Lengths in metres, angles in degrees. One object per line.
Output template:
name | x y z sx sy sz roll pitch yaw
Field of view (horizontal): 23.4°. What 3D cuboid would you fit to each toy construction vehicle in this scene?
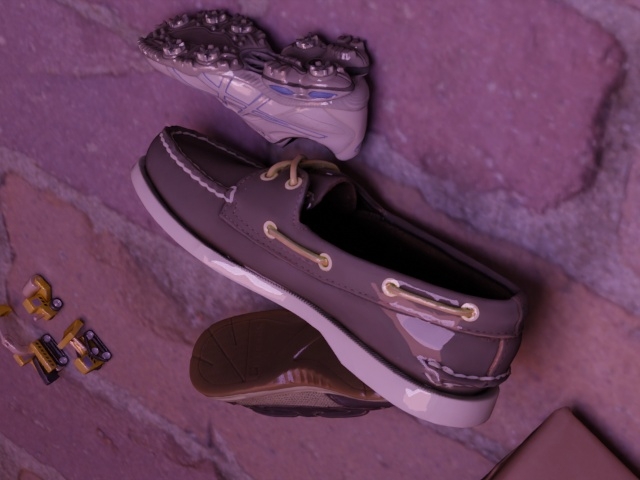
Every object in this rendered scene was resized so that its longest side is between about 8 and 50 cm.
toy construction vehicle | -0.237 0.085 1.334 0.098 0.035 0.086 53 139 -1

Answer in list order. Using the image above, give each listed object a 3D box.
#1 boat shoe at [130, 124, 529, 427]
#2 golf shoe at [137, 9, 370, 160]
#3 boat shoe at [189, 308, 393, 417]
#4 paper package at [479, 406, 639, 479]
boat shoe | 0.003 -0.001 0.997 0.305 0.109 0.091 35 117 27
golf shoe | -0.046 -0.097 1.015 0.176 0.069 0.086 20 136 33
boat shoe | 0.017 0.084 1.081 0.223 0.080 0.073 -7 156 28
paper package | 0.150 0.322 0.946 0.325 0.309 0.168 45 143 9
